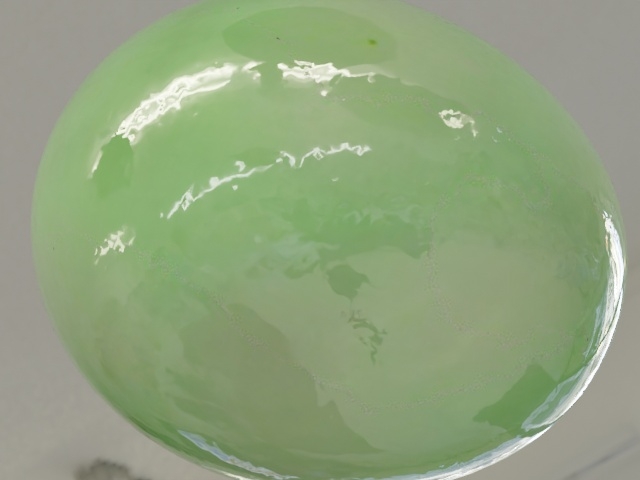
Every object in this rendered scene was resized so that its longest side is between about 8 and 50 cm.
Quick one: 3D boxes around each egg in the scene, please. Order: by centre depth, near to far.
[{"bbox_3d":[0.000,0.000,0.673,0.220,0.270,0.220,-21,-63,-49],"label":"egg"}]
